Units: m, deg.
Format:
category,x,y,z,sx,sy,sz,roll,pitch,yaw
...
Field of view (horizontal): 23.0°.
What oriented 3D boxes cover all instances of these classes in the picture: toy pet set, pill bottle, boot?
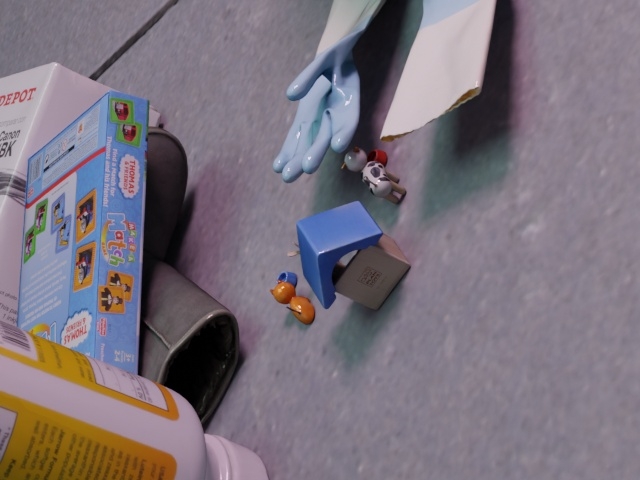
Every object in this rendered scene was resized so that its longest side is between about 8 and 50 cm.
category,x,y,z,sx,sy,sz,roll,pitch,yaw
toy pet set,0.000,0.000,1.015,0.122,0.065,0.114,-55,33,15
pill bottle,-0.158,0.139,0.973,0.136,0.246,0.136,-35,41,38
boot,-0.116,0.025,1.159,0.208,0.076,0.189,-145,68,-65

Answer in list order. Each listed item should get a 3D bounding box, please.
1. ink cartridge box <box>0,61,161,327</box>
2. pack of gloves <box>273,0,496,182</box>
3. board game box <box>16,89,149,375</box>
category,x,y,z,sx,sy,sz,roll,pitch,yaw
ink cartridge box,-0.267,-0.003,1.361,0.197,0.114,0.273,-4,64,55
pack of gloves,0.042,-0.152,1.040,0.195,0.046,0.232,-28,34,43
board game box,-0.181,0.015,1.176,0.160,0.039,0.211,-27,56,54
